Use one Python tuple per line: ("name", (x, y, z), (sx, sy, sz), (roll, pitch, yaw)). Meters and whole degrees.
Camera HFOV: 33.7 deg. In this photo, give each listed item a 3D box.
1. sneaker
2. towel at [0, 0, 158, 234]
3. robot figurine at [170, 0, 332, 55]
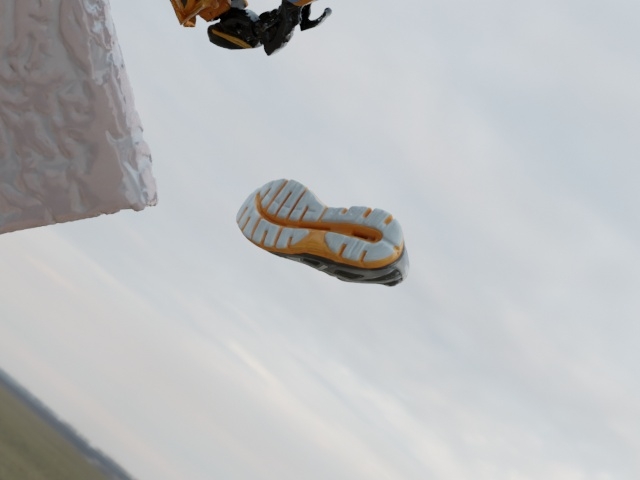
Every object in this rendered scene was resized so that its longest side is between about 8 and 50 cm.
("sneaker", (0.000, 0.000, 1.109), (0.215, 0.084, 0.083), (21, -21, 35))
("towel", (-0.329, -0.168, 1.023), (0.317, 0.053, 0.331), (-9, -79, 23))
("robot figurine", (-0.044, -0.269, 0.844), (0.291, 0.085, 0.211), (-20, -84, 44))
